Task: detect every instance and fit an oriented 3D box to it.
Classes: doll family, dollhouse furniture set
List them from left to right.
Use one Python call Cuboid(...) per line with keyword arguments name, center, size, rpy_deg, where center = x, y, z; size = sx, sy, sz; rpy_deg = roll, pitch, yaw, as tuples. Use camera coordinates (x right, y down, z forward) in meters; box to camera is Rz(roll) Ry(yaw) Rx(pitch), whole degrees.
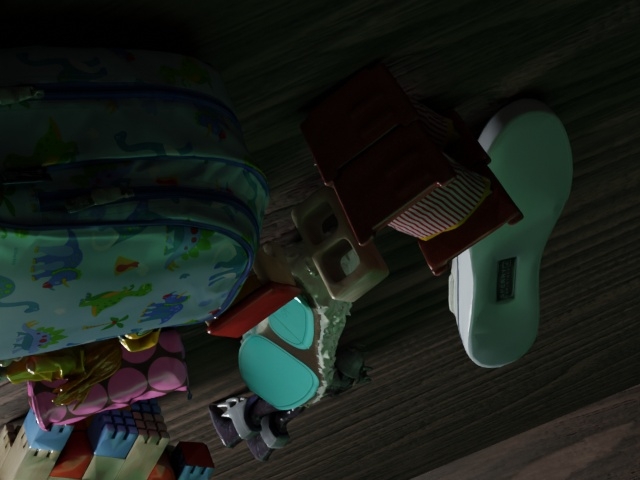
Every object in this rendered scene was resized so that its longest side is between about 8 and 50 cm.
Cuboid(name="doll family", center=(-0.252, 0.080, 1.261), size=(0.163, 0.263, 0.118), rpy_deg=(-9, 116, 7))
Cuboid(name="dollhouse furniture set", center=(0.000, 0.000, 1.389), size=(0.374, 0.152, 0.201), rpy_deg=(-37, 155, 20))

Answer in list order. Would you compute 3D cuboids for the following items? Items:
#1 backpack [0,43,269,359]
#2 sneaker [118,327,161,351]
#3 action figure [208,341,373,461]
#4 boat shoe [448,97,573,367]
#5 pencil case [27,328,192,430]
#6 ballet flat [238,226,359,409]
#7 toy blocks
Cuboid(name="backpack", center=(-0.220, -0.033, 1.072), size=(0.355, 0.273, 0.290), rpy_deg=(-21, 155, -37))
Cuboid(name="sneaker", center=(-0.200, 0.053, 1.459), size=(0.088, 0.093, 0.225), rpy_deg=(-17, 158, -12))
Cuboid(name="action figure", center=(-0.037, 0.235, 2.054), size=(0.285, 0.099, 0.185), rpy_deg=(-37, 147, 26))
Cuboid(name="boat shoe", center=(0.210, -0.031, 1.601), size=(0.135, 0.156, 0.367), rpy_deg=(-11, 128, -13))
Cuboid(name="pencil case", center=(-0.275, 0.185, 1.714), size=(0.209, 0.095, 0.098), rpy_deg=(-13, 173, -15))
Cuboid(name="ballet flat", center=(-0.011, 0.104, 1.725), size=(0.147, 0.147, 0.409), rpy_deg=(-15, 158, -17))
Cuboid(name="toy blocks", center=(-0.312, 0.323, 1.889), size=(0.381, 0.191, 0.261), rpy_deg=(13, 120, -32))
